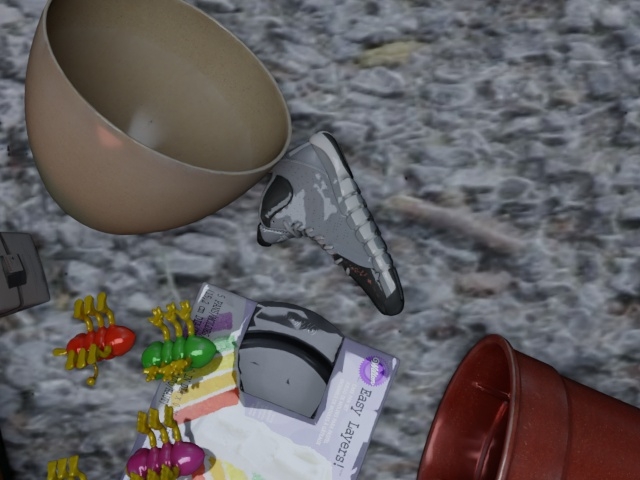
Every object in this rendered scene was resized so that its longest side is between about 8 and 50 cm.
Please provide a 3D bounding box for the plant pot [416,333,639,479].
[{"bbox_3d":[0.265,0.268,1.106,0.265,0.272,0.272,19,88,-6],"label":"plant pot"}]

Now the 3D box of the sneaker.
[{"bbox_3d":[0.000,0.000,1.203,0.132,0.086,0.229,-25,78,4],"label":"sneaker"}]

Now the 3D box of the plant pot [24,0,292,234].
[{"bbox_3d":[-0.200,-0.115,1.132,0.284,0.284,0.191,41,124,2],"label":"plant pot"}]

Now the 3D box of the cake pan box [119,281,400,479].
[{"bbox_3d":[-0.065,0.203,1.178,0.245,0.070,0.267,23,78,1],"label":"cake pan box"}]

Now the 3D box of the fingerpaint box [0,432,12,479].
[{"bbox_3d":[-0.513,0.385,1.032,0.444,0.163,0.371,-21,56,-9],"label":"fingerpaint box"}]

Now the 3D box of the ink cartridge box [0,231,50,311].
[{"bbox_3d":[-0.401,0.053,1.130,0.158,0.218,0.092,-19,88,0],"label":"ink cartridge box"}]

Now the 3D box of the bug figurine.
[{"bbox_3d":[-0.210,0.186,1.115,0.216,0.072,0.279,-14,54,25],"label":"bug figurine"}]
